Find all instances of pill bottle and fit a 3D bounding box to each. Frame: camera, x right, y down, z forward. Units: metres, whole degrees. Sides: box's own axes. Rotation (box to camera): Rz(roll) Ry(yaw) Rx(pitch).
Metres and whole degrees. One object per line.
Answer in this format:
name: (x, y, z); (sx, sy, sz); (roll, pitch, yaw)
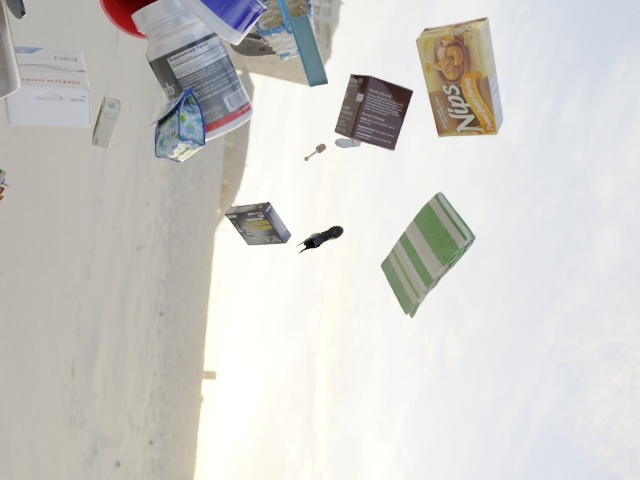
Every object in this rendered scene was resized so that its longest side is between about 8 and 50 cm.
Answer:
pill bottle: (-0.351, -0.476, 1.451); (0.363, 0.210, 0.210); (65, -3, -24)

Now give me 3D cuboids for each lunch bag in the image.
lunch bag: (-0.363, -0.295, 1.332); (0.128, 0.096, 0.151); (-18, -110, 41)

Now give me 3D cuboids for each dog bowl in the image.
dog bowl: (-0.241, -0.545, 1.093); (0.104, 0.265, 0.265); (-43, -150, 16)

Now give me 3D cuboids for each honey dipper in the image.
honey dipper: (-0.020, -0.303, 1.807); (0.161, 0.030, 0.030); (-49, 160, -58)

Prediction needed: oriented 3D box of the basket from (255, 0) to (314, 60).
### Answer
basket: (-0.131, -0.761, 1.715); (0.289, 0.201, 0.255); (71, 1, -49)

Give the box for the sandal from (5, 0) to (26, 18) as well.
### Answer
sandal: (-1.081, -0.910, 1.840); (0.054, 0.097, 0.255); (-39, 148, -41)

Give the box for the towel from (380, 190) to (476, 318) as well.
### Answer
towel: (0.309, 0.038, 1.558); (0.325, 0.038, 0.248); (-59, -147, 29)

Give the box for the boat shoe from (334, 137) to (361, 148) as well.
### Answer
boat shoe: (0.115, -0.425, 2.287); (0.038, 0.125, 0.046); (-161, -114, -67)

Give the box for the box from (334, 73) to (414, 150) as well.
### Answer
box: (0.169, -0.419, 1.707); (0.168, 0.167, 0.203); (-134, -122, -64)

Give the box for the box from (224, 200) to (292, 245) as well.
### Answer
box: (-0.252, -0.063, 2.115); (0.231, 0.183, 0.056); (-2, -139, 40)

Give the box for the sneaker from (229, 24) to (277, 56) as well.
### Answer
sneaker: (-0.234, -0.774, 2.004); (0.083, 0.222, 0.118); (102, -13, -59)

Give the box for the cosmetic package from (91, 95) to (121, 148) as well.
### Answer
cosmetic package: (-0.521, -0.286, 1.271); (0.115, 0.041, 0.060); (-50, -141, 39)

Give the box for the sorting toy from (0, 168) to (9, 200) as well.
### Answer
sorting toy: (-1.245, -0.174, 2.003); (0.132, 0.046, 0.275); (-23, -133, 36)

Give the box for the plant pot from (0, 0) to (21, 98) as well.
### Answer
plant pot: (-0.833, -0.456, 1.174); (0.323, 0.323, 0.280); (-108, -175, -57)

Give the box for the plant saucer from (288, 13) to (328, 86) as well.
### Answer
plant saucer: (-0.029, -0.523, 1.448); (0.018, 0.067, 0.192); (-50, 130, -41)

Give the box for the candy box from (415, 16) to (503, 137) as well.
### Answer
candy box: (0.400, -0.449, 1.486); (0.087, 0.183, 0.316); (-56, 136, -35)

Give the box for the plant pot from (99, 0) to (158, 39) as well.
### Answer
plant pot: (-0.551, -0.818, 1.638); (0.275, 0.274, 0.243); (115, -32, -44)

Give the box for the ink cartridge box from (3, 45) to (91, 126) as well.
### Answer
ink cartridge box: (-1.059, -0.600, 2.028); (0.395, 0.285, 0.166); (-122, -143, -44)

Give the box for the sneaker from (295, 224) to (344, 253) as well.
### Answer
sneaker: (-0.001, -0.002, 1.876); (0.051, 0.170, 0.089); (66, 28, -16)
